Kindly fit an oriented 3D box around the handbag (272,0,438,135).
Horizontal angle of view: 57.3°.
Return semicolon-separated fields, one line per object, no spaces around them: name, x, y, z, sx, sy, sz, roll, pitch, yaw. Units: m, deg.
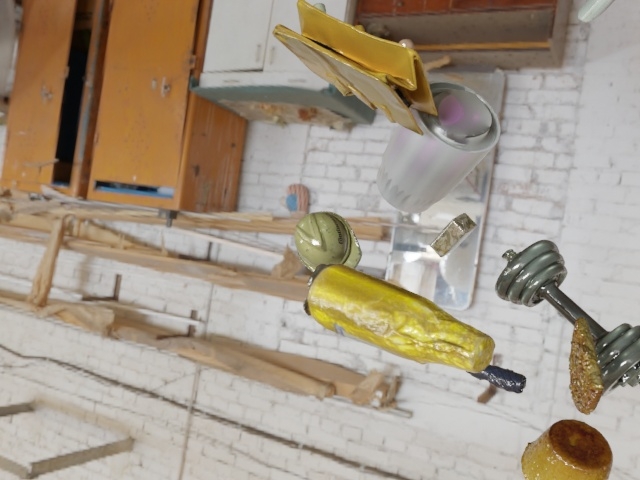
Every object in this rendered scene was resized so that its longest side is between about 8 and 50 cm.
handbag;0.093;-0.427;1.445;0.401;0.133;0.283;36;176;31

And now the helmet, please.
helmet;0.001;0.002;1.900;0.257;0.204;0.137;49;-173;24

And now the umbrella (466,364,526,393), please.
umbrella;0.458;0.373;1.654;0.248;0.070;0.071;11;-179;40

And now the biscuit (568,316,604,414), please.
biscuit;0.472;0.237;1.058;0.025;0.125;0.206;7;-151;12

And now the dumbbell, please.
dumbbell;0.543;0.159;1.253;0.179;0.179;0.406;10;-147;-51

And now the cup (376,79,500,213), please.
cup;0.320;-0.260;1.696;0.254;0.253;0.371;9;148;-16

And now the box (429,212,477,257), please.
box;0.289;-0.011;1.276;0.062;0.045;0.098;-25;159;-42

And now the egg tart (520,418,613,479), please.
egg tart;0.597;0.524;1.406;0.203;0.147;0.202;3;-145;-2

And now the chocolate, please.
chocolate;0.156;0.169;1.253;0.162;0.162;0.446;10;-175;-43

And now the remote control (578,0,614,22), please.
remote control;0.399;-0.346;0.784;0.029;0.166;0.065;43;148;6
